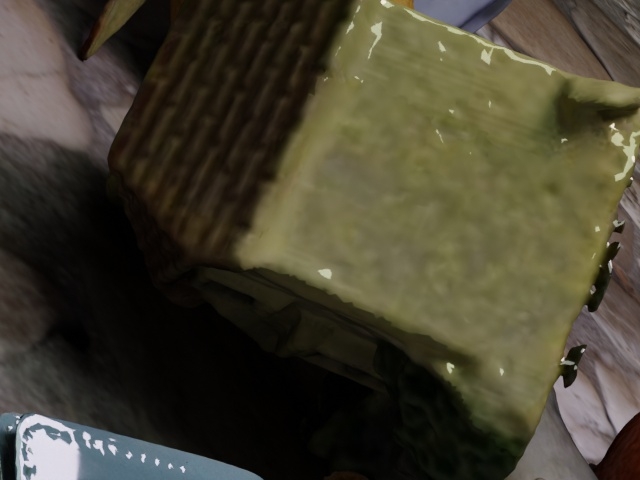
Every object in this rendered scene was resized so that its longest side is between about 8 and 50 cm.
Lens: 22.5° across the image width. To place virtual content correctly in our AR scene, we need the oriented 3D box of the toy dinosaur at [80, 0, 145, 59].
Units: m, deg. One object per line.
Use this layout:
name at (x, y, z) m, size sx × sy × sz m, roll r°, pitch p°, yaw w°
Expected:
toy dinosaur at (-0.187, -0.284, 1.207) m, size 0.206 × 0.113 × 0.327 m, roll 143°, pitch -70°, yaw -76°

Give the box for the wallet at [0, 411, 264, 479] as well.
wallet at (-0.077, 0.198, 0.595) m, size 0.176 × 0.075 × 0.250 m, roll 27°, pitch 49°, yaw -48°

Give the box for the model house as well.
model house at (0.000, 0.000, 0.946) m, size 0.266 × 0.261 × 0.321 m, roll 26°, pitch -15°, yaw -7°

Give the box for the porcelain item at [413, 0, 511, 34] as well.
porcelain item at (-0.004, -0.336, 1.460) m, size 0.405 × 0.243 × 0.178 m, roll 53°, pitch -1°, yaw 5°

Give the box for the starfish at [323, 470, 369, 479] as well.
starfish at (0.034, 0.233, 0.849) m, size 0.216 × 0.071 × 0.238 m, roll 24°, pitch 43°, yaw -57°

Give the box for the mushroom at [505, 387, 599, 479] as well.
mushroom at (0.152, 0.160, 1.150) m, size 0.096 × 0.099 × 0.278 m, roll 45°, pitch 18°, yaw -25°

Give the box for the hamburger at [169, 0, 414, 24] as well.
hamburger at (-0.017, -0.200, 1.246) m, size 0.259 × 0.145 × 0.283 m, roll 31°, pitch 53°, yaw -61°

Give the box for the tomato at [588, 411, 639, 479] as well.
tomato at (0.325, 0.223, 1.150) m, size 0.265 × 0.265 × 0.265 m, roll 40°, pitch 24°, yaw -22°
